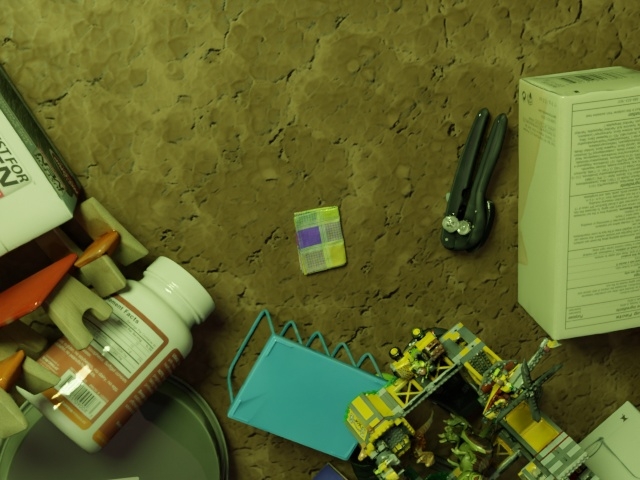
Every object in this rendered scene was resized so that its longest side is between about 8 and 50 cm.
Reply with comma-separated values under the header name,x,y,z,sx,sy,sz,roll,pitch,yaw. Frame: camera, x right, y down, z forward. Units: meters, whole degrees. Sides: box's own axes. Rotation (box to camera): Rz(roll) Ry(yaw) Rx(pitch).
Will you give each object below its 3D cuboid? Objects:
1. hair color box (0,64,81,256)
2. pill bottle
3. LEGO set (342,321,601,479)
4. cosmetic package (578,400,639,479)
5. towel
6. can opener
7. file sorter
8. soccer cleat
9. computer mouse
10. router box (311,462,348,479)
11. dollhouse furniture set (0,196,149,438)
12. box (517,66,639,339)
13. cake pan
name,x,y,z,sx,sy,sz,roll,pitch,yaw
hair color box,-0.467,-0.030,0.845,0.375,0.113,0.185,-28,114,1
pill bottle,-0.226,0.124,0.920,0.216,0.121,0.121,-47,115,-21
LEGO set,0.201,0.270,0.980,0.255,0.192,0.331,-34,127,-9
cosmetic package,0.380,0.442,1.111,0.377,0.284,0.097,-44,111,6
towel,0.000,0.000,1.009,0.060,0.009,0.083,-10,113,-7
can opener,0.189,-0.072,1.004,0.059,0.073,0.186,15,108,24
file sorter,-0.020,0.178,1.022,0.170,0.104,0.118,25,103,-20
soccer cleat,0.077,0.266,1.094,0.060,0.072,0.178,2,111,-12
computer mouse,0.170,0.220,1.106,0.262,0.060,0.184,31,98,-33
router box,0.000,0.534,1.123,0.335,0.082,0.301,-44,114,-13
dollhouse furniture set,-0.349,0.081,0.850,0.259,0.262,0.135,-25,116,33
box,0.332,-0.046,0.999,0.148,0.121,0.311,-7,112,-9
cake pan,-0.253,0.298,0.993,0.293,0.054,0.293,0,90,-18
